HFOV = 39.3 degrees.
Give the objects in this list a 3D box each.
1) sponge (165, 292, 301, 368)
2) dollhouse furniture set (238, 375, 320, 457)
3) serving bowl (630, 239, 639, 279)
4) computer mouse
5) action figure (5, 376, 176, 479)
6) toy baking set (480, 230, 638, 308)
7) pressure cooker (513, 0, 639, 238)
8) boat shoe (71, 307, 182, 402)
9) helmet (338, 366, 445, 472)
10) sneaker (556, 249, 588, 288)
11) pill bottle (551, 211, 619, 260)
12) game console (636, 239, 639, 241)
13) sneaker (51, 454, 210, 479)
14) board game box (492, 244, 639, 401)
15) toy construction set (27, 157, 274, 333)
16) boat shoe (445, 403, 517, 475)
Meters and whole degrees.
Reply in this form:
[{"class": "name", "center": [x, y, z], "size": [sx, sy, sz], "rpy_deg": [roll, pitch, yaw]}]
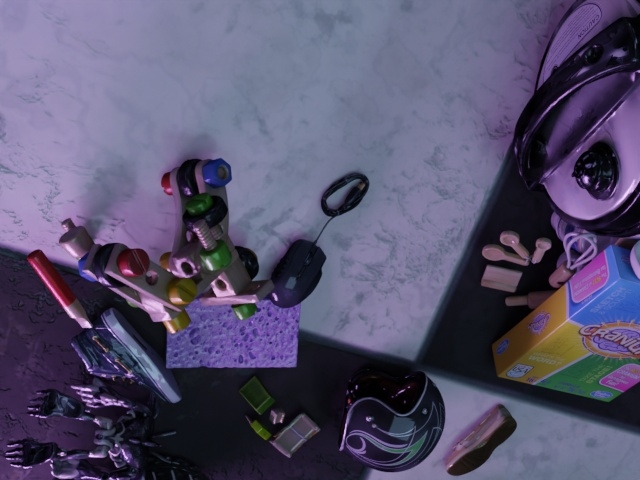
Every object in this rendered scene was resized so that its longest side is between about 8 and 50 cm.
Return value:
[{"class": "sponge", "center": [-0.135, 0.141, 1.401], "size": [0.210, 0.031, 0.117], "rpy_deg": [2, 107, -15]}, {"class": "dollhouse furniture set", "center": [-0.074, 0.289, 1.474], "size": [0.076, 0.058, 0.152], "rpy_deg": [-44, 133, -5]}, {"class": "serving bowl", "center": [0.479, 0.039, 1.295], "size": [0.083, 0.083, 0.027], "rpy_deg": [16, 141, -19]}, {"class": "computer mouse", "center": [0.000, 0.000, 1.368], "size": [0.071, 0.041, 0.242], "rpy_deg": [32, 90, -13]}, {"class": "action figure", "center": [-0.337, 0.288, 1.344], "size": [0.275, 0.140, 0.164], "rpy_deg": [35, 67, -59]}, {"class": "toy baking set", "center": [0.371, 0.050, 1.412], "size": [0.256, 0.030, 0.197], "rpy_deg": [-2, 144, 23]}, {"class": "pressure cooker", "center": [0.495, -0.180, 1.266], "size": [0.420, 0.375, 0.370], "rpy_deg": [1, 111, -16]}, {"class": "boat shoe", "center": [-0.294, 0.192, 1.365], "size": [0.083, 0.065, 0.183], "rpy_deg": [-36, 108, 2]}, {"class": "helmet", "center": [0.119, 0.290, 1.450], "size": [0.161, 0.169, 0.170], "rpy_deg": [10, 107, -1]}, {"class": "sneaker", "center": [0.433, 0.095, 1.517], "size": [0.053, 0.061, 0.152], "rpy_deg": [-16, 113, -11]}, {"class": "pill bottle", "center": [0.421, -0.017, 1.440], "size": [0.067, 0.120, 0.067], "rpy_deg": [-5, 110, -13]}, {"class": "game console", "center": [0.519, -0.031, 1.484], "size": [0.085, 0.124, 0.144], "rpy_deg": [21, 104, -47]}, {"class": "sneaker", "center": [-0.302, 0.416, 1.432], "size": [0.271, 0.100, 0.108], "rpy_deg": [1, 133, -18]}, {"class": "board game box", "center": [0.467, 0.144, 1.447], "size": [0.242, 0.064, 0.316], "rpy_deg": [15, 140, -20]}, {"class": "toy construction set", "center": [-0.215, 0.056, 1.257], "size": [0.308, 0.257, 0.237], "rpy_deg": [-19, 119, 16]}, {"class": "boat shoe", "center": [0.277, 0.354, 1.581], "size": [0.056, 0.048, 0.153], "rpy_deg": [34, 105, -35]}]
